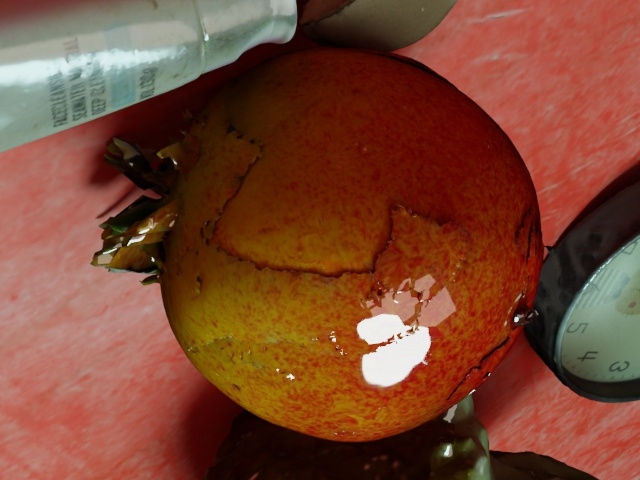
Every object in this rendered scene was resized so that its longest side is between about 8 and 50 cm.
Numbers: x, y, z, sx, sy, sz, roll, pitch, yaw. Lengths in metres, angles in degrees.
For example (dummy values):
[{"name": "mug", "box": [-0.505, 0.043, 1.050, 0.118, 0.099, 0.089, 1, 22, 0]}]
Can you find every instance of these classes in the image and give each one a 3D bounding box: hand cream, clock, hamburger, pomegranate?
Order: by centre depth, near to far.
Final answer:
[{"name": "hand cream", "box": [-0.162, -0.072, 0.725, 0.312, 0.070, 0.111, -24, 146, -19]}, {"name": "pomegranate", "box": [0.000, 0.000, 0.853, 0.235, 0.210, 0.210, 7, 132, -8]}, {"name": "hamburger", "box": [0.044, -0.144, 0.866, 0.121, 0.054, 0.084, -44, 151, 9]}, {"name": "clock", "box": [0.269, 0.038, 1.269, 0.226, 0.049, 0.226, -15, 137, -14]}]

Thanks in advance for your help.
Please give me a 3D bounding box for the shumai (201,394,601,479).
[{"name": "shumai", "box": [0.067, 0.239, 1.112, 0.324, 0.397, 0.323, -21, 126, 13]}]
